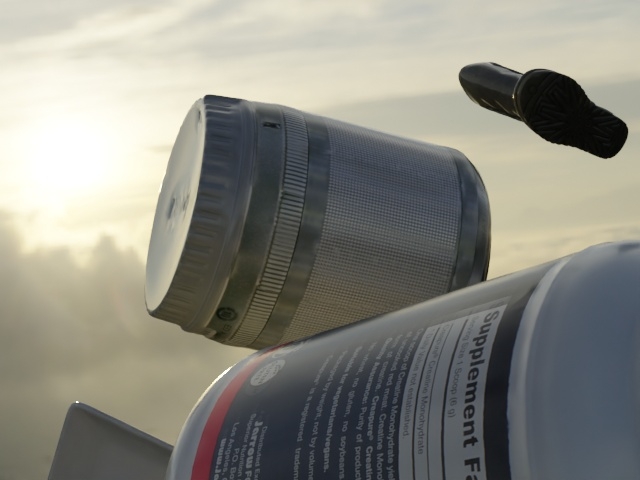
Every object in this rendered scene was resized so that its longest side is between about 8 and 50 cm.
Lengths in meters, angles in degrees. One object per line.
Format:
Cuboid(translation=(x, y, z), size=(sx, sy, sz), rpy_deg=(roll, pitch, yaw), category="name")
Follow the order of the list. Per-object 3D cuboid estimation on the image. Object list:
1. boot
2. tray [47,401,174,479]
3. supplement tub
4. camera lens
Cuboid(translation=(0.229, -0.168, 1.533), size=(0.190, 0.076, 0.208), rpy_deg=(29, 9, -41), category="boot")
Cuboid(translation=(-0.078, 0.228, 0.979), size=(0.270, 0.145, 0.030), rpy_deg=(23, 17, 12), category="tray")
Cuboid(translation=(0.085, 0.110, 0.546), size=(0.272, 0.191, 0.191), rpy_deg=(-20, -8, 39), category="supplement tub")
Cuboid(translation=(0.000, 0.000, 1.210), size=(0.274, 0.219, 0.219), rpy_deg=(13, -5, -16), category="camera lens")
